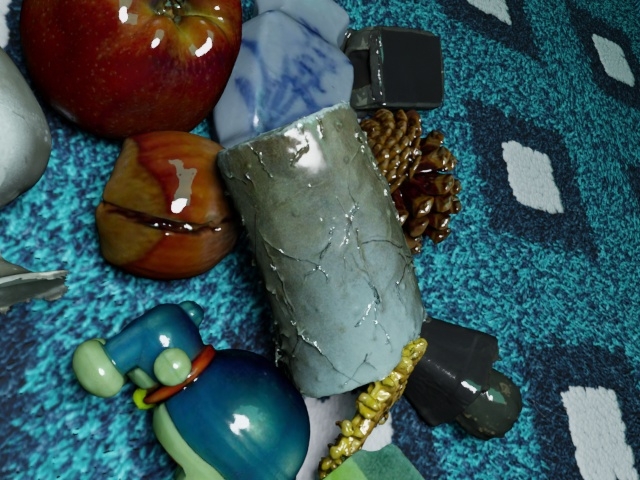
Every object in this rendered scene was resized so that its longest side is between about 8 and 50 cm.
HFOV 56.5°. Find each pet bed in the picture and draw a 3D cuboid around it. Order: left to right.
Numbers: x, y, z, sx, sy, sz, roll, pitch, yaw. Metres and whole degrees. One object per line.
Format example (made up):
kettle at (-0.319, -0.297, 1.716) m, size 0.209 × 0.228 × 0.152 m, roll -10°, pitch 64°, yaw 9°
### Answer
pet bed at (0.138, -0.357, 1.263) m, size 0.211 × 0.159 × 0.183 m, roll -11°, pitch 100°, yaw -37°

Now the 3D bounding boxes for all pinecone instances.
pinecone at (0.129, -0.086, 1.057) m, size 0.264 × 0.264 × 0.264 m, roll 16°, pitch 58°, yaw -28°

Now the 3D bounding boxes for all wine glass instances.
wine glass at (-0.415, -0.074, 0.668) m, size 0.238 × 0.238 × 0.322 m, roll -17°, pitch 82°, yaw -40°

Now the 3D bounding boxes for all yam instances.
yam at (0.000, 0.000, 0.807) m, size 0.241 × 0.241 × 0.348 m, roll -33°, pitch 113°, yaw -41°

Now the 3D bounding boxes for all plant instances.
plant at (0.221, 0.225, 1.007) m, size 0.256 × 0.164 × 0.142 m, roll 39°, pitch 49°, yaw 2°

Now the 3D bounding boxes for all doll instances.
doll at (-0.137, 0.203, 0.733) m, size 0.186 × 0.198 × 0.322 m, roll -44°, pitch 99°, yaw -15°

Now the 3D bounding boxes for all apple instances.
apple at (-0.262, -0.279, 0.842) m, size 0.288 × 0.317 × 0.288 m, roll 7°, pitch 79°, yaw -38°

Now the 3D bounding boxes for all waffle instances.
waffle at (0.077, 0.236, 0.855) m, size 0.051 × 0.228 × 0.231 m, roll 35°, pitch 13°, yaw 16°

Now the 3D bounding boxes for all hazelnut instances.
hazelnut at (-0.198, -0.044, 0.831) m, size 0.181 × 0.212 × 0.181 m, roll 15°, pitch 11°, yaw 0°

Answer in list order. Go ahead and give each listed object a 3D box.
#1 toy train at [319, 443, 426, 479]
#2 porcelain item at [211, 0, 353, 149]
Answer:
toy train at (0.053, 0.401, 0.690) m, size 0.299 × 0.238 × 0.167 m, roll -36°, pitch 133°, yaw -9°
porcelain item at (-0.068, -0.253, 1.036) m, size 0.243 × 0.178 × 0.405 m, roll 25°, pitch 59°, yaw -25°
